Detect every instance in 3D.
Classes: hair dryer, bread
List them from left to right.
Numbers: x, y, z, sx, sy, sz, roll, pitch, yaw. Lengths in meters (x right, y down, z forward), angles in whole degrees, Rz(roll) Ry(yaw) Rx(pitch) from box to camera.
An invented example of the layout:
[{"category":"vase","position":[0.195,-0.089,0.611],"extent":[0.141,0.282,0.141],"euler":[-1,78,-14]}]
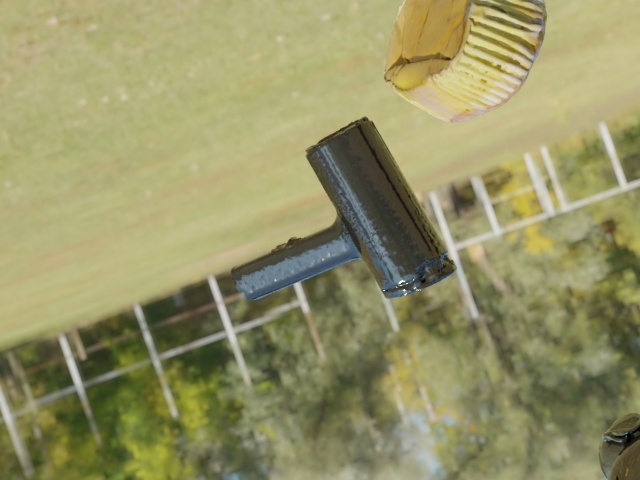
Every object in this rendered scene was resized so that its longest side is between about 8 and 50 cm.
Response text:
[{"category":"hair dryer","position":[0.000,0.000,1.596],"extent":[0.251,0.197,0.089],"euler":[-27,-176,26]},{"category":"bread","position":[0.220,-0.289,2.124],"extent":[0.156,0.204,0.288],"euler":[19,164,-20]}]

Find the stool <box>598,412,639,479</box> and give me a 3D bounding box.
[{"category":"stool","position":[0.359,0.244,1.353],"extent":[0.153,0.139,0.228],"euler":[-21,-159,7]}]
